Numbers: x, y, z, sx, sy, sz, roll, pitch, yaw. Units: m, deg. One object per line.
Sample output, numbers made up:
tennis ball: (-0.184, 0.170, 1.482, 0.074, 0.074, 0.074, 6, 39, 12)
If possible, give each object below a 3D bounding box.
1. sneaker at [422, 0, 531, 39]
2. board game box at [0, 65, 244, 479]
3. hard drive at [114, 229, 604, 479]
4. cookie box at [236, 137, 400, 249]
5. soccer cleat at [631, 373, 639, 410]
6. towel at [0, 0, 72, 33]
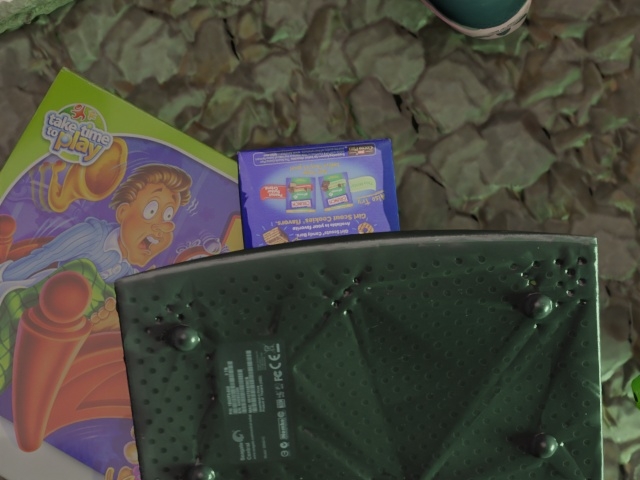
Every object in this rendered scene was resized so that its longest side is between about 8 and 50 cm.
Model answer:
sneaker: (0.057, -0.264, 0.971, 0.112, 0.131, 0.319, -17, 60, 8)
board game box: (-0.062, 0.081, 0.937, 0.347, 0.078, 0.233, 29, 85, 5)
hard drive: (0.024, 0.075, 0.838, 0.254, 0.054, 0.172, -5, 109, 0)
cookie box: (0.000, 0.000, 0.884, 0.091, 0.040, 0.107, -5, 83, 0)
soccer cleat: (0.272, 0.066, 0.941, 0.178, 0.072, 0.060, -14, 81, -22)
towel: (-0.138, -0.264, 0.997, 0.282, 0.049, 0.187, -24, 82, -1)
